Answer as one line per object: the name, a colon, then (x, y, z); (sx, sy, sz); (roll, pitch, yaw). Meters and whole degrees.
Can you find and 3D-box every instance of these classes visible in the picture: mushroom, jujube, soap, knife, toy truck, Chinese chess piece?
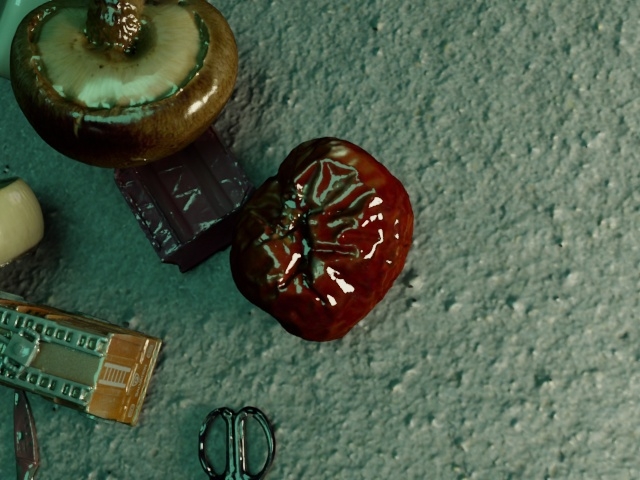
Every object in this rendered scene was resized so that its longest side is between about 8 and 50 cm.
mushroom: (-0.252, -0.227, 1.053); (0.296, 0.163, 0.279); (8, 82, 5)
jujube: (0.000, 0.000, 1.018); (0.213, 0.213, 0.232); (33, 83, 19)
soap: (-0.200, -0.102, 1.139); (0.162, 0.099, 0.250); (-34, 72, 5)
knife: (-0.411, 0.320, 1.142); (0.035, 0.018, 0.248); (-15, 73, 14)
toy truck: (-0.387, 0.146, 1.095); (0.305, 0.162, 0.136); (13, 79, 16)
Chinese chess piece: (-0.509, -0.005, 1.125); (0.249, 0.250, 0.103); (-15, 106, 11)

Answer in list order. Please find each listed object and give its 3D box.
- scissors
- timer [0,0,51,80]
scissors: (-0.108, 0.367, 1.051); (0.109, 0.022, 0.300); (-5, 77, 17)
timer: (-0.438, -0.348, 1.184); (0.233, 0.240, 0.234); (-33, 49, 48)
